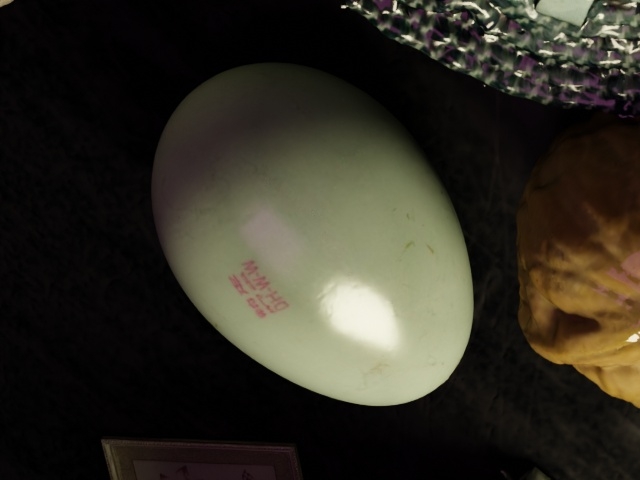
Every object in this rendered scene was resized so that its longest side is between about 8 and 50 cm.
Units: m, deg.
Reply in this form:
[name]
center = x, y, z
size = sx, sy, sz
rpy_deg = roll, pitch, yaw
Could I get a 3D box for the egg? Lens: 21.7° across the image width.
[egg]
center = 0.000, 0.000, 1.111
size = 0.183, 0.183, 0.264
rpy_deg = -28, 114, 29

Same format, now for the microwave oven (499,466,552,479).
[microwave oven]
center = 0.143, 0.392, 1.186
size = 0.286, 0.355, 0.218
rpy_deg = 40, 123, -8

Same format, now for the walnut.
[walnut]
center = 0.212, 0.009, 1.031
size = 0.213, 0.213, 0.213
rpy_deg = 8, 121, 13

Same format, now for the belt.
[belt]
center = 0.150, -0.198, 0.970
size = 0.295, 0.160, 0.207
rpy_deg = 7, 138, 15

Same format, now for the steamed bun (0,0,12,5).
[steamed bun]
center = -0.277, -0.232, 1.088
size = 0.228, 0.131, 0.177
rpy_deg = 9, 160, 26

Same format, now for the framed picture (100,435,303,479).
[framed picture]
center = -0.082, 0.260, 1.387
size = 0.173, 0.010, 0.231
rpy_deg = -2, 118, 18
